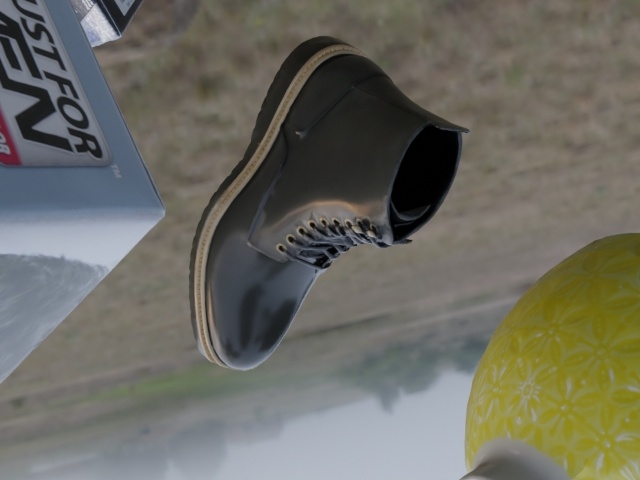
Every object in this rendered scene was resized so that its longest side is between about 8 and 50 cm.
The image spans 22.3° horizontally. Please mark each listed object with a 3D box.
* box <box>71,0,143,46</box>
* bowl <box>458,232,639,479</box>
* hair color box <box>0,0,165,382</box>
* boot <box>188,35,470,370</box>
[{"bbox_3d":[-0.216,-0.276,1.352,0.142,0.163,0.247,-13,-145,29],"label":"box"},{"bbox_3d":[0.169,0.154,0.946,0.156,0.289,0.289,-24,180,-27],"label":"bowl"},{"bbox_3d":[-0.246,0.004,0.407,0.374,0.114,0.185,-5,151,-47],"label":"hair color box"},{"bbox_3d":[0.000,0.000,0.879,0.077,0.198,0.137,7,-162,-33],"label":"boot"}]
